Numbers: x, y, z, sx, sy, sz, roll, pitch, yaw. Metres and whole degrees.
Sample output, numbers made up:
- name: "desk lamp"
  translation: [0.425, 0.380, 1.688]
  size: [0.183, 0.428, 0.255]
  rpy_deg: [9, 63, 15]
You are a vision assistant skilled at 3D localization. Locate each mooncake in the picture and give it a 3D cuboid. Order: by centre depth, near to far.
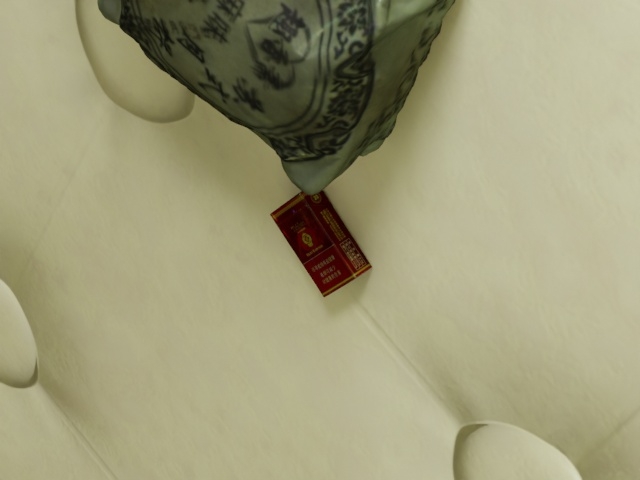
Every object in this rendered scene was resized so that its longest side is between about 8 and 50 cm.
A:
- name: "mooncake"
  translation: [-0.040, -0.182, 1.414]
  size: [0.250, 0.136, 0.254]
  rpy_deg: [43, 141, 13]

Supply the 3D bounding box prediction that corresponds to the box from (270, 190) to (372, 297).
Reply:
- name: "box"
  translation: [0.000, 0.000, 1.590]
  size: [0.082, 0.023, 0.051]
  rpy_deg: [57, 142, 1]
